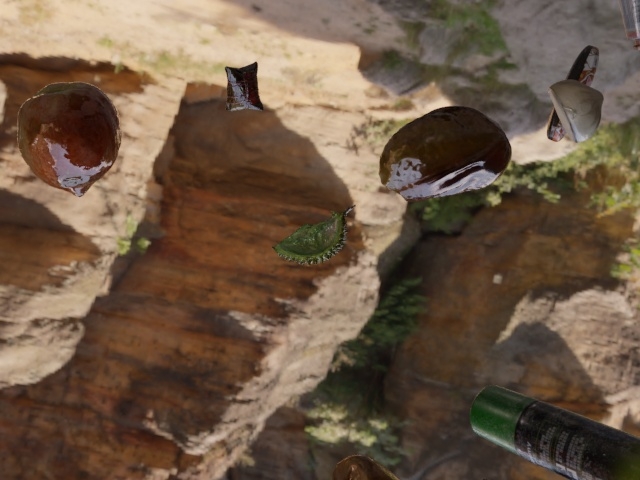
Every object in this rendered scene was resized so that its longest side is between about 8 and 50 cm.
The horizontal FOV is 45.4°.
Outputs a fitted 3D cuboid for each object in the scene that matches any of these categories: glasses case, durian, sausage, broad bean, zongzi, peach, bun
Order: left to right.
[{"bbox_3d":[-0.549,-0.214,1.690,0.232,0.257,0.232,-9,-156,4],"label":"peach"},{"bbox_3d":[-0.127,-0.244,1.180,0.067,0.083,0.073,7,-179,31],"label":"zongzi"},{"bbox_3d":[0.000,0.000,1.739,0.215,0.100,0.086,-26,-178,3],"label":"durian"},{"bbox_3d":[0.151,0.579,1.688,0.134,0.116,0.354,28,167,45],"label":"sausage"},{"bbox_3d":[0.196,-0.136,1.212,0.228,0.122,0.156,-9,150,-17],"label":"broad bean"},{"bbox_3d":[0.672,-0.390,2.038,0.067,0.267,0.103,25,-178,15],"label":"glasses case"},{"bbox_3d":[0.536,-0.275,1.575,0.094,0.138,0.138,-26,169,12],"label":"bun"}]

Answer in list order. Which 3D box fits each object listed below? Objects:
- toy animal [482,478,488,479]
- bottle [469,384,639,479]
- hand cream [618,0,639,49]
[{"bbox_3d":[0.321,0.468,1.266,0.255,0.090,0.170,-25,-125,-37],"label":"toy animal"},{"bbox_3d":[0.361,0.295,1.099,0.093,0.093,0.330,14,180,-37],"label":"bottle"},{"bbox_3d":[0.518,-0.424,1.278,0.043,0.210,0.067,-33,-157,-34],"label":"hand cream"}]
